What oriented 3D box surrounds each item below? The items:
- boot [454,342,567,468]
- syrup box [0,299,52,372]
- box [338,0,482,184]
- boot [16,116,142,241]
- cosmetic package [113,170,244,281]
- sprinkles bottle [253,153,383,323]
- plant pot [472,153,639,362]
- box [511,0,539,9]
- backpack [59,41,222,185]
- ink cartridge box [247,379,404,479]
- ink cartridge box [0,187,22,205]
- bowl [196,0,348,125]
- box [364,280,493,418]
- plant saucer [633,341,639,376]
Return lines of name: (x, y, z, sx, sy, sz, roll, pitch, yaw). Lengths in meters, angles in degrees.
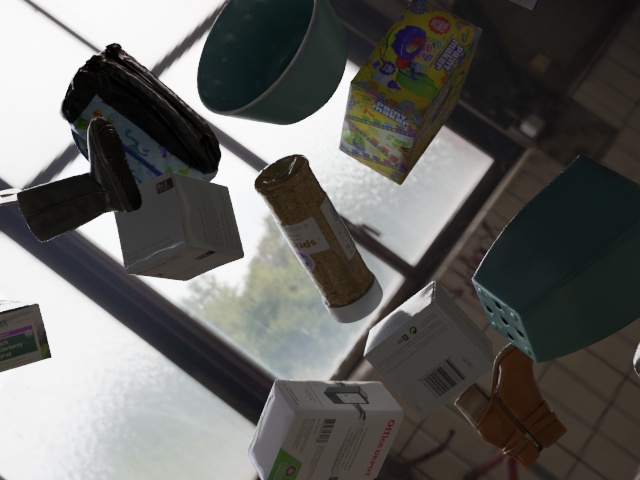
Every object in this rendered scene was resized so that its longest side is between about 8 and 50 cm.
boot: (0.460, 0.344, 2.177, 0.283, 0.220, 0.109, -50, -15, 8)
syrup box: (-0.525, 0.154, 1.614, 0.093, 0.096, 0.237, -16, 7, -31)
box: (0.199, -0.335, 2.226, 0.290, 0.177, 0.279, -54, -11, -25)
boot: (-0.435, -0.104, 1.725, 0.208, 0.190, 0.076, -10, 15, 21)
cosmetic package: (-0.264, -0.022, 1.837, 0.151, 0.151, 0.183, -23, -17, 27)
sprinkles bottle: (0.000, 0.000, 1.959, 0.121, 0.355, 0.121, -23, 29, 14)
plant pot: (0.335, 0.040, 1.321, 0.234, 0.165, 0.165, -38, -50, -11)
box: (0.406, -0.516, 1.825, 0.137, 0.072, 0.126, -54, -10, -43)
backpack: (-0.385, -0.231, 2.179, 0.273, 0.355, 0.290, -59, 9, 24)
ink cartridge box: (0.011, 0.404, 2.072, 0.272, 0.115, 0.198, 6, -64, -33)
ink cartridge box: (-0.745, -0.095, 2.029, 0.261, 0.066, 0.296, -16, 12, -21)
bowl: (-0.067, -0.338, 1.830, 0.163, 0.311, 0.312, 28, -80, -39)
box: (0.211, 0.212, 1.917, 0.181, 0.182, 0.119, -40, 9, 18)
plant saucer: (0.557, 0.150, 1.449, 0.198, 0.036, 0.198, -19, 22, 8)
